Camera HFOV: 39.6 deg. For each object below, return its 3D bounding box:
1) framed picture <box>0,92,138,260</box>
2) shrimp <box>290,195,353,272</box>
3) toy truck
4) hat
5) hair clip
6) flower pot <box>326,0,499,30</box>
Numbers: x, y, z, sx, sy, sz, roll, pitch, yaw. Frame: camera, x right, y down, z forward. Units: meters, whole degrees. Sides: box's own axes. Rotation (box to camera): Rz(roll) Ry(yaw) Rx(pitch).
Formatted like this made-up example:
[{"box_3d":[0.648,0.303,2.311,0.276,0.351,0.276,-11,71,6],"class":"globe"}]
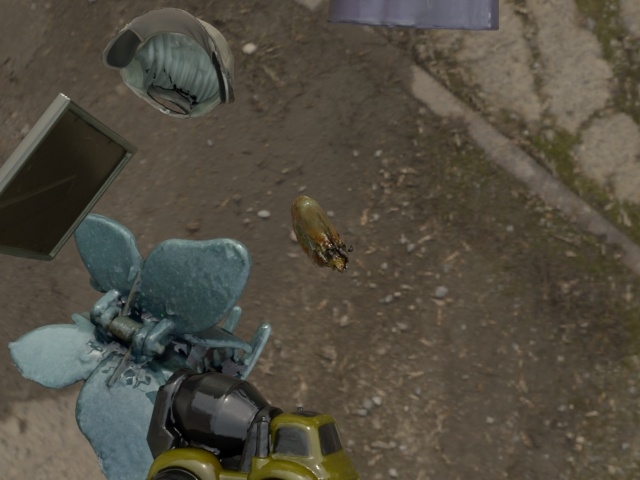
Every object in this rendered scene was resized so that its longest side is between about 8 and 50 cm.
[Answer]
[{"box_3d":[-0.302,-0.059,1.019,0.023,0.260,0.189,38,89,7],"class":"framed picture"},{"box_3d":[0.000,0.000,1.217,0.042,0.190,0.101,-15,117,-17],"class":"shrimp"},{"box_3d":[-0.069,0.216,0.892,0.147,0.224,0.165,8,83,-63],"class":"toy truck"},{"box_3d":[-0.243,-0.322,1.520,0.232,0.275,0.161,13,76,-1],"class":"hat"},{"box_3d":[-0.270,0.146,1.411,0.318,0.238,0.392,25,90,20],"class":"hair clip"},{"box_3d":[0.135,-0.434,1.305,0.265,0.265,0.243,-8,107,-26],"class":"flower pot"}]
